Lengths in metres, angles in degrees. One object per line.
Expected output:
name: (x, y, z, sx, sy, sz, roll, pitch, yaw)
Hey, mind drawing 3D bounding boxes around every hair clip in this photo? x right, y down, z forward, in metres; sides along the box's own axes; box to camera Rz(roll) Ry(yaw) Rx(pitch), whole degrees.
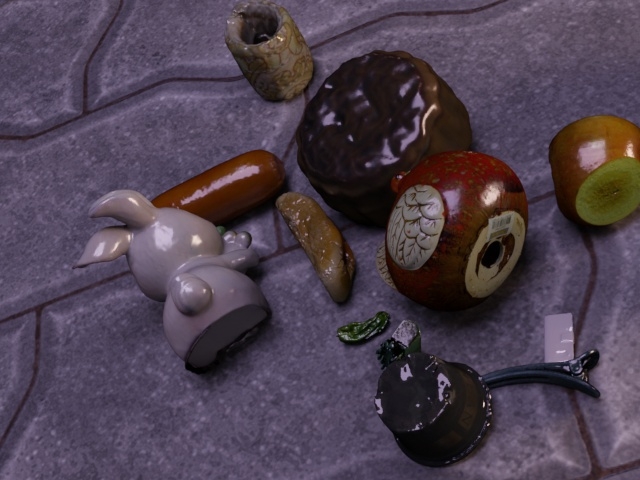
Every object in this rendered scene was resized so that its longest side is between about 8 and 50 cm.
hair clip: (0.283, 0.201, 1.650, 0.229, 0.039, 0.070, -11, 53, 27)

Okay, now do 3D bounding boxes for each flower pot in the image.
flower pot: (0.150, 0.228, 1.628, 0.157, 0.107, 0.157, -14, 59, 25)

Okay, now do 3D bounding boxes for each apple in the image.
apple: (0.421, -0.109, 1.747, 0.147, 0.146, 0.163, -10, 48, 16)

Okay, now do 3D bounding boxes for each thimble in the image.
thimble: (-0.104, -0.372, 2.248, 0.137, 0.143, 0.190, -38, 46, -3)

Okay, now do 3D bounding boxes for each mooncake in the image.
mooncake: (0.097, -0.172, 1.931, 0.290, 0.161, 0.290, -15, 60, 27)

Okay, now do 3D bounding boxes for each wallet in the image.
wallet: (0.344, 0.143, 1.674, 0.044, 0.011, 0.083, -10, 50, 22)

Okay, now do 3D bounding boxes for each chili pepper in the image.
chili pepper: (0.067, 0.138, 1.819, 0.091, 0.030, 0.034, -22, 21, 8)

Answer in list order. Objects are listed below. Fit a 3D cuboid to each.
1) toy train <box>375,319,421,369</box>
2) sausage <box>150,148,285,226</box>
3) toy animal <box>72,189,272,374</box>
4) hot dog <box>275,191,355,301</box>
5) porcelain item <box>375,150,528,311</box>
toy train: (0.116, 0.159, 1.699, 0.038, 0.148, 0.071, 43, 81, 15)
sausage: (-0.191, -0.077, 2.088, 0.274, 0.105, 0.105, -26, 46, 9)
toy animal: (-0.235, 0.054, 1.918, 0.183, 0.247, 0.310, -49, 64, 24)
hot dog: (0.000, 0.000, 1.931, 0.073, 0.084, 0.242, -34, 44, 2)
porcelain item: (0.182, -0.027, 1.743, 0.253, 0.253, 0.253, -15, 48, 18)
